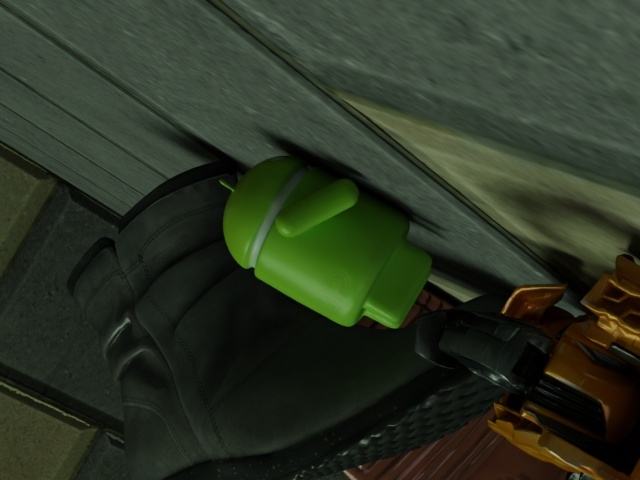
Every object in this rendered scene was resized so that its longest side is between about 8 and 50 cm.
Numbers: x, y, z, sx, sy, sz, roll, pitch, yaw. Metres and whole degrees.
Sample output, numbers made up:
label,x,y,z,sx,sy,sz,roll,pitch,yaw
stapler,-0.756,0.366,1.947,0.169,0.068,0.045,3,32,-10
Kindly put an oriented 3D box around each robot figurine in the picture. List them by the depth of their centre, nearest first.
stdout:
label,x,y,z,sx,sy,sz,roll,pitch,yaw
robot figurine,0.145,0.075,0.632,0.211,0.085,0.291,28,175,10
robot figurine,0.000,0.000,0.793,0.115,0.067,0.101,29,174,8

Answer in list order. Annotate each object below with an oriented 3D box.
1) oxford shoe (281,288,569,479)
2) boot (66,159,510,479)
label,x,y,z,sx,sy,sz,roll,pitch,yaw
oxford shoe,0.096,0.127,1.139,0.397,0.140,0.146,43,-170,-25
boot,-0.033,0.044,0.950,0.118,0.338,0.223,0,-114,-53
